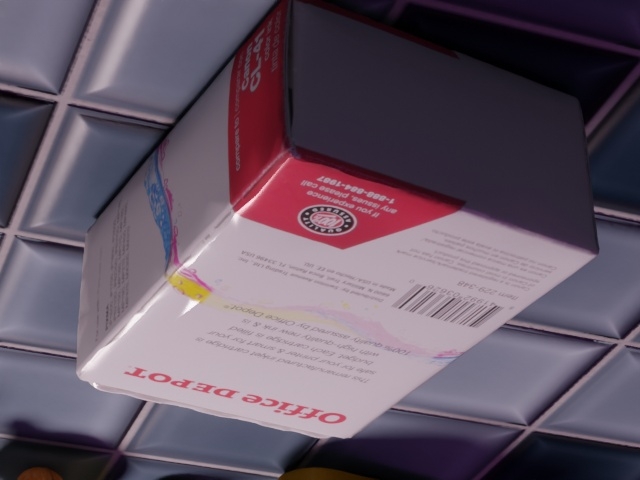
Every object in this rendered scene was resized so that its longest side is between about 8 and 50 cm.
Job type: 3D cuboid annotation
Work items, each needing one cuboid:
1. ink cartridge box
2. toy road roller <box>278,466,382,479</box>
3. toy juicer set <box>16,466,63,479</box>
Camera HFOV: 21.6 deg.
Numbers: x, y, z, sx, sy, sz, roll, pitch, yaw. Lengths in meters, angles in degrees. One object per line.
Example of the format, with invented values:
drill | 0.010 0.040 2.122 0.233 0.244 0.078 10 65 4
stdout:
ink cartridge box | 0.000 0.000 1.102 0.226 0.131 0.306 17 145 -26
toy road roller | 0.041 0.360 1.615 0.329 0.203 0.240 19 153 -31
toy juicer set | -0.280 0.263 1.554 0.329 0.090 0.209 12 154 -37
